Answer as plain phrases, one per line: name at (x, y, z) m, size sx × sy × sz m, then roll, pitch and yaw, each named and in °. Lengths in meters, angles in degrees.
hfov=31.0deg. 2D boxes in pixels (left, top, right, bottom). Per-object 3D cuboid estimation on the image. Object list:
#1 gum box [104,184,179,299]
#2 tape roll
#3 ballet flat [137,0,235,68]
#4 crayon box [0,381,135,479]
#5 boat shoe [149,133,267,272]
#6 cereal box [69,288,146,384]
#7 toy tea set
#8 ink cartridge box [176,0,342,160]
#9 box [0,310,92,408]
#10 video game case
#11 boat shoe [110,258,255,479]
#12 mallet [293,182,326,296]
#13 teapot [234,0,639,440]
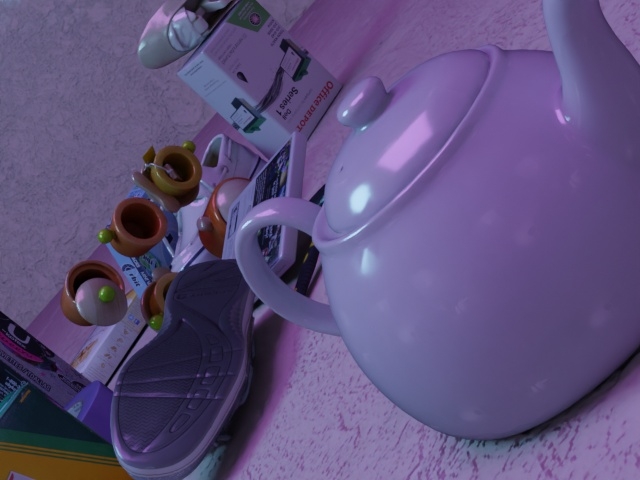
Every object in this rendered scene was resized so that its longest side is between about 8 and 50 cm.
gum box at (-0.255, 0.000, 1.792) m, size 0.041 × 0.157 × 0.184 m, roll -16°, pitch 28°, yaw 23°
tape roll at (-0.286, 0.260, 1.340) m, size 0.189 × 0.080 × 0.189 m, roll -46°, pitch 13°, yaw 13°
ballet flat at (-0.187, -0.363, 1.812) m, size 0.248 × 0.086 × 0.086 m, roll -50°, pitch 13°, yaw -12°
crayon box at (-0.309, 0.299, 1.115) m, size 0.081 × 0.165 × 0.278 m, roll -29°, pitch 25°, yaw 57°
boat shoe at (-0.184, -0.065, 1.739) m, size 0.136 × 0.156 × 0.367 m, roll -41°, pitch 15°, yaw 32°
cereal box at (-0.354, 0.183, 1.846) m, size 0.173 × 0.047 × 0.240 m, roll -33°, pitch 21°, yaw 52°
toy tea set at (-0.188, 0.000, 1.486) m, size 0.124 × 0.200 × 0.336 m, roll -47°, pitch 10°, yaw 50°
ink cartridge box at (-0.093, -0.256, 1.844) m, size 0.093 × 0.219 × 0.160 m, roll -27°, pitch 26°, yaw 51°
box at (-0.407, 0.214, 1.493) m, size 0.163 × 0.247 × 0.142 m, roll -48°, pitch 14°, yaw 7°
video game case at (-0.071, -0.010, 1.361) m, size 0.173 × 0.022 × 0.190 m, roll -45°, pitch 30°, yaw 45°
boat shoe at (-0.118, 0.133, 1.123) m, size 0.118 × 0.103 × 0.320 m, roll -7°, pitch 28°, yaw 8°
mallet at (0.000, 0.000, 1.231) m, size 0.062 × 0.039 × 0.189 m, roll -48°, pitch 16°, yaw 32°
teapot at (0.081, -0.021, 0.678) m, size 0.256 × 0.187 × 0.252 m, roll -50°, pitch 13°, yaw 1°
